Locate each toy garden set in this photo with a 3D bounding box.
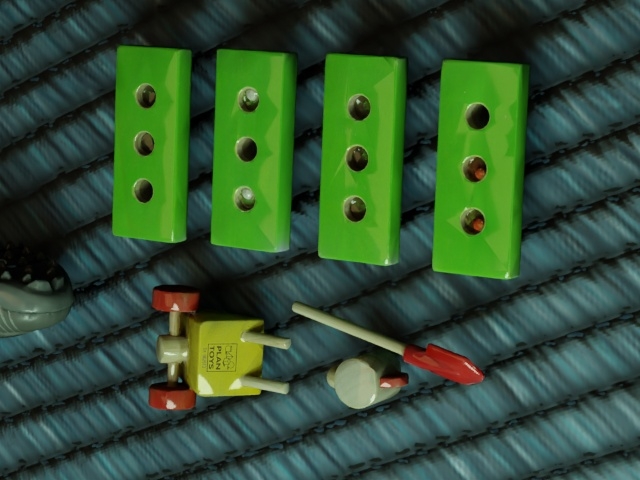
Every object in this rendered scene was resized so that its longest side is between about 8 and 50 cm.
[{"bbox_3d":[0.000,0.000,0.959,0.244,0.049,0.204,7,99,30],"label":"toy garden set"}]

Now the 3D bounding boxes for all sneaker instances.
[{"bbox_3d":[-0.238,0.057,1.097,0.234,0.078,0.106,1,100,35],"label":"sneaker"}]
